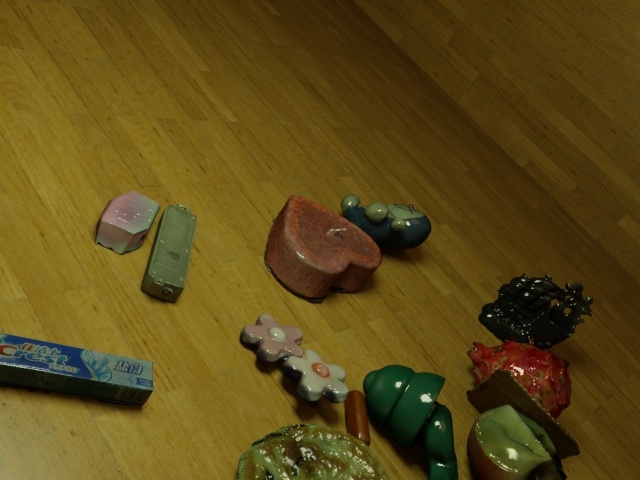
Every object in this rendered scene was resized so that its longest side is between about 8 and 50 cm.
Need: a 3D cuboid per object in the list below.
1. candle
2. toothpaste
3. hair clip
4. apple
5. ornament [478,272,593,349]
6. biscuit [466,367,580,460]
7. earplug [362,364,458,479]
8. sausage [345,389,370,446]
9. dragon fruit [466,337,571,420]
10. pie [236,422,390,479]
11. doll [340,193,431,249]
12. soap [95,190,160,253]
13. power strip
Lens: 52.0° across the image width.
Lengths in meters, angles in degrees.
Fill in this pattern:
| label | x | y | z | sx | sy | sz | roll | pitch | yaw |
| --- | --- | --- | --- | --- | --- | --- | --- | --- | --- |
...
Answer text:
| label | x | y | z | sx | sy | sz | roll | pitch | yaw |
| --- | --- | --- | --- | --- | --- | --- | --- | --- | --- |
| candle | 0.000 | 0.000 | 1.635 | 0.316 | 0.131 | 0.287 | 0 | 45 | -47 |
| toothpaste | -0.399 | 0.202 | 1.029 | 0.272 | 0.053 | 0.066 | 18 | 36 | -28 |
| hair clip | -0.051 | 0.242 | 1.321 | 0.257 | 0.075 | 0.146 | 44 | 36 | 20 |
| apple | 0.408 | 0.465 | 1.392 | 0.207 | 0.174 | 0.188 | 13 | 12 | -27 |
| ornament | 0.624 | 0.197 | 1.884 | 0.251 | 0.260 | 0.106 | 39 | 25 | 4 |
| biscuit | 0.449 | 0.406 | 1.480 | 0.013 | 0.232 | 0.237 | -35 | 73 | -26 |
| earplug | 0.185 | 0.383 | 1.324 | 0.280 | 0.164 | 0.257 | 35 | 61 | 18 |
| sausage | 0.074 | 0.362 | 1.310 | 0.039 | 0.041 | 0.131 | 44 | 24 | -33 |
| dragon fruit | 0.477 | 0.343 | 1.607 | 0.268 | 0.210 | 0.205 | 28 | 31 | 29 |
| pie | 0.002 | 0.426 | 1.104 | 0.302 | 0.067 | 0.303 | 19 | 28 | -11 |
| doll | 0.194 | -0.048 | 1.854 | 0.258 | 0.154 | 0.228 | -3 | 11 | -33 |
| soap | -0.399 | -0.039 | 1.347 | 0.100 | 0.056 | 0.149 | 27 | 32 | -13 |
| power strip | -0.310 | 0.020 | 1.363 | 0.078 | 0.052 | 0.272 | 25 | 32 | -20 |
